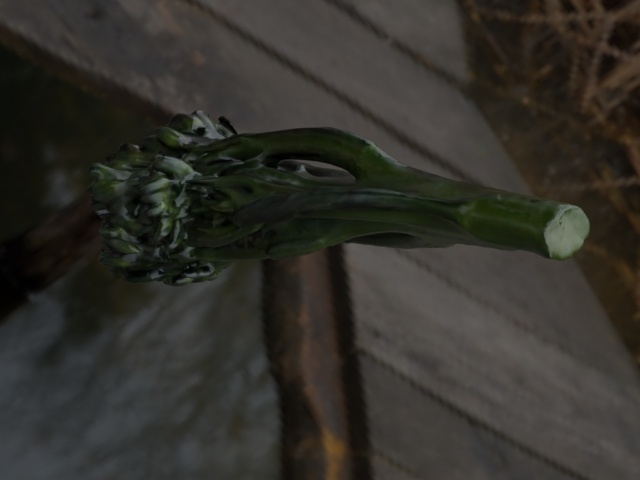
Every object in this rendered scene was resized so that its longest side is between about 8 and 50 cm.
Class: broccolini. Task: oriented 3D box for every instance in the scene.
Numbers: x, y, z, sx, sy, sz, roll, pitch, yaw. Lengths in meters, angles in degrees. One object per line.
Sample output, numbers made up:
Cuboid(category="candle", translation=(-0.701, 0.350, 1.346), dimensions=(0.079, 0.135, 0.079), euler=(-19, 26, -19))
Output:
Cuboid(category="broccolini", translation=(0.005, -0.020, 0.577), dimensions=(0.091, 0.203, 0.068), euler=(16, 74, -49))
